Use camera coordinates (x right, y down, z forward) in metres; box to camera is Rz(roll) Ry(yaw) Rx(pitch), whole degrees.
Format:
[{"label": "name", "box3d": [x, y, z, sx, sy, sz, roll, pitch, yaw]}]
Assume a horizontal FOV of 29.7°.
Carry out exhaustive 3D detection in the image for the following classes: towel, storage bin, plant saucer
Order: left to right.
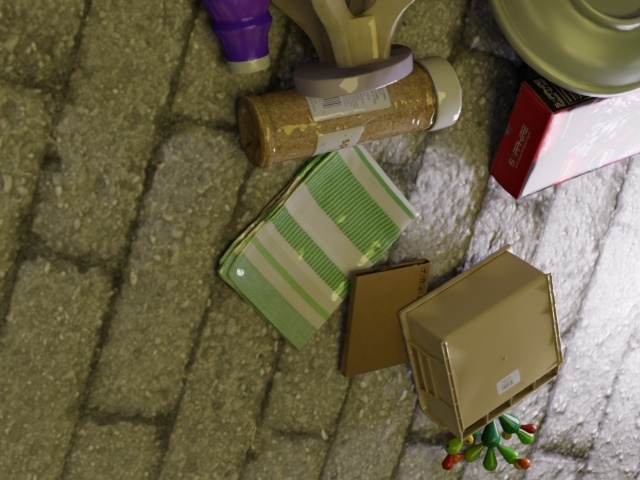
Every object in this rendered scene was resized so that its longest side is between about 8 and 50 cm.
[{"label": "towel", "box3d": [0.000, 0.000, 2.046, 0.325, 0.038, 0.248, -49, 124, -8]}, {"label": "storage bin", "box3d": [0.303, 0.191, 2.219, 0.262, 0.123, 0.260, -30, 127, -22]}, {"label": "plant saucer", "box3d": [0.470, -0.443, 2.033, 0.400, 0.100, 0.400, 5, 76, -21]}]

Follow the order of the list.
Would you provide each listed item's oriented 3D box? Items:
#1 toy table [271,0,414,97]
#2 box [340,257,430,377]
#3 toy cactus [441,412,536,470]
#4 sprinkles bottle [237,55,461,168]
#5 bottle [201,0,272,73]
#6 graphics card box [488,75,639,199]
[{"label": "toy table", "box3d": [0.048, -0.327, 1.854, 0.252, 0.274, 0.160, -4, 108, 10]}, {"label": "box", "box3d": [0.116, 0.138, 2.150, 0.164, 0.021, 0.201, -10, 118, -32]}, {"label": "toy cactus", "box3d": [0.332, 0.363, 2.337, 0.219, 0.112, 0.180, -1, 97, -22]}, {"label": "sprinkles bottle", "box3d": [0.048, -0.209, 1.940, 0.355, 0.121, 0.121, -14, 113, -21]}, {"label": "bottle", "box3d": [-0.128, -0.394, 1.804, 0.118, 0.092, 0.282, -20, 115, -23]}, {"label": "graphics card box", "box3d": [0.500, -0.226, 2.177, 0.371, 0.094, 0.232, -21, 147, -25]}]
